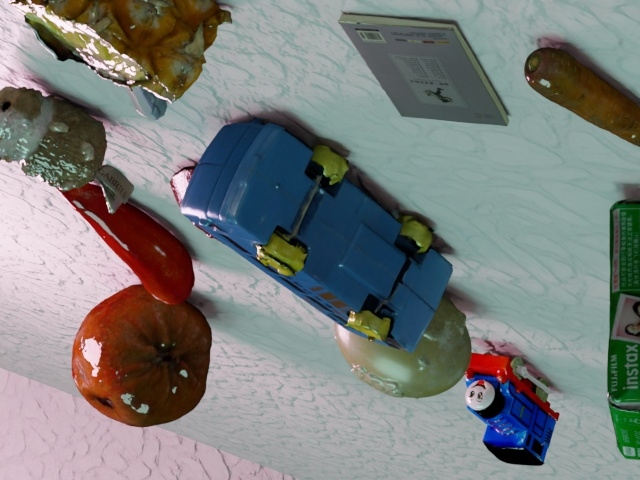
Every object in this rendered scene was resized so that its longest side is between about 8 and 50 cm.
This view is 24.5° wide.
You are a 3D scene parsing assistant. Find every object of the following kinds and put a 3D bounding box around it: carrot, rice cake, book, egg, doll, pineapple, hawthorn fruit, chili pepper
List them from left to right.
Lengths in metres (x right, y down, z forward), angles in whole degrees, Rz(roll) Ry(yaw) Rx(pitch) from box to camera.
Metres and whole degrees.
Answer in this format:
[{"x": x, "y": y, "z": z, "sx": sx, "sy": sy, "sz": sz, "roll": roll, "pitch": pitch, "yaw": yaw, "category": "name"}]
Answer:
[{"x": -0.332, "y": -0.123, "z": 1.882, "sx": 0.221, "sy": 0.105, "sz": 0.115, "roll": 26, "pitch": -162, "yaw": -14, "category": "doll"}, {"x": -0.214, "y": -0.227, "z": 1.512, "sx": 0.236, "sy": 0.114, "sz": 0.186, "roll": 27, "pitch": 163, "yaw": 10, "category": "pineapple"}, {"x": -0.208, "y": -0.188, "z": 1.694, "sx": 0.042, "sy": 0.030, "sz": 0.180, "roll": 21, "pitch": 162, "yaw": 15, "category": "rice cake"}, {"x": -0.309, "y": 0.196, "z": 2.538, "sx": 0.258, "sy": 0.258, "sz": 0.262, "roll": 29, "pitch": -171, "yaw": -23, "category": "hawthorn fruit"}, {"x": -0.272, "y": 0.006, "z": 2.238, "sx": 0.137, "sy": 0.092, "sz": 0.368, "roll": 30, "pitch": 162, "yaw": 34, "category": "chili pepper"}, {"x": 0.116, "y": 0.135, "z": 2.067, "sx": 0.201, "sy": 0.164, "sz": 0.164, "roll": 25, "pitch": 161, "yaw": 0, "category": "egg"}, {"x": 0.105, "y": -0.167, "z": 1.464, "sx": 0.127, "sy": 0.014, "sz": 0.182, "roll": 9, "pitch": 158, "yaw": 30, "category": "book"}, {"x": 0.266, "y": -0.127, "z": 1.378, "sx": 0.191, "sy": 0.047, "sz": 0.047, "roll": 25, "pitch": 161, "yaw": -30, "category": "carrot"}]

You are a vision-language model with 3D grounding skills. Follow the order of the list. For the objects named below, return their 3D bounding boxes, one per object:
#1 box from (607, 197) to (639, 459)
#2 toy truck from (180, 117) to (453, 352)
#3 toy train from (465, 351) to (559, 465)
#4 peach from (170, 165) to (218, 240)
[{"x": 0.361, "y": 0.094, "z": 1.568, "sx": 0.103, "sy": 0.250, "sz": 0.180, "roll": -2, "pitch": 153, "yaw": 14, "category": "box"}, {"x": 0.000, "y": 0.000, "z": 1.815, "sx": 0.162, "sy": 0.161, "sz": 0.385, "roll": 14, "pitch": 163, "yaw": 46, "category": "toy truck"}, {"x": 0.286, "y": 0.253, "z": 2.251, "sx": 0.082, "sy": 0.131, "sz": 0.204, "roll": 5, "pitch": 156, "yaw": 38, "category": "toy train"}, {"x": -0.122, "y": -0.027, "z": 1.999, "sx": 0.189, "sy": 0.068, "sz": 0.279, "roll": 21, "pitch": 161, "yaw": 2, "category": "peach"}]
